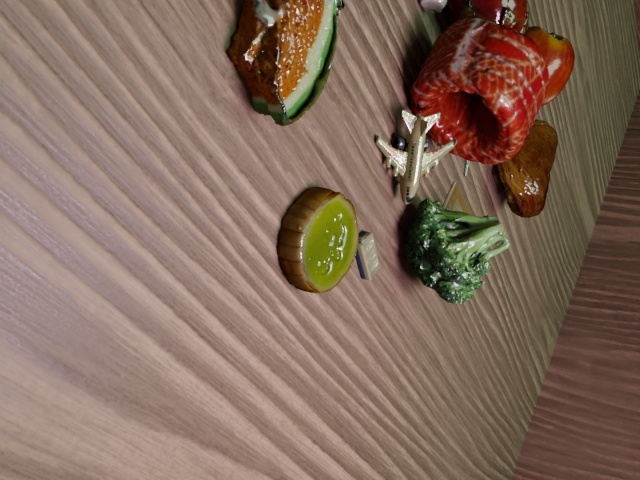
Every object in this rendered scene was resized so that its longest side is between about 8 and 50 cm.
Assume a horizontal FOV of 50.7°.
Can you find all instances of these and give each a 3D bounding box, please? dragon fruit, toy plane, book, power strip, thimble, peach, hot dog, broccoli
[{"bbox_3d":[0.460,-0.638,1.863,0.250,0.250,0.315,-59,154,-27],"label":"dragon fruit"},{"bbox_3d":[0.239,-0.215,1.746,0.229,0.092,0.244,0,117,-20],"label":"toy plane"},{"bbox_3d":[0.428,-0.088,2.129,0.118,0.012,0.172,-62,141,-24],"label":"book"},{"bbox_3d":[0.118,0.041,1.710,0.056,0.032,0.123,-45,133,-37],"label":"power strip"},{"bbox_3d":[0.410,-0.385,1.764,0.230,0.350,0.350,-59,140,-19],"label":"thimble"},{"bbox_3d":[0.683,-0.550,2.188,0.281,0.238,0.281,-157,-90,-87],"label":"peach"},{"bbox_3d":[0.723,-0.260,2.370,0.387,0.174,0.267,-64,145,-36],"label":"hot dog"},{"bbox_3d":[0.374,0.027,1.856,0.308,0.275,0.308,60,16,-30],"label":"broccoli"}]

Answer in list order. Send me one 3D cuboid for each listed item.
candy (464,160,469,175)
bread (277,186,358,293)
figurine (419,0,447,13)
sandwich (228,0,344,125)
[{"bbox_3d":[0.476,-0.301,2.122,0.061,0.061,0.202,-9,114,-53],"label":"candy"},{"bbox_3d":[0.000,0.000,1.504,0.236,0.070,0.236,-17,112,-50],"label":"bread"},{"bbox_3d":[0.299,-0.679,1.771,0.098,0.081,0.146,143,-41,-77],"label":"figurine"},{"bbox_3d":[-0.072,-0.362,1.290,0.212,0.109,0.292,11,87,-48],"label":"sandwich"}]
